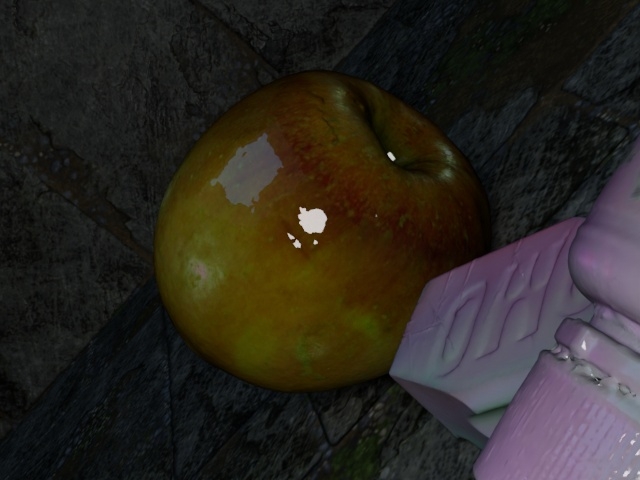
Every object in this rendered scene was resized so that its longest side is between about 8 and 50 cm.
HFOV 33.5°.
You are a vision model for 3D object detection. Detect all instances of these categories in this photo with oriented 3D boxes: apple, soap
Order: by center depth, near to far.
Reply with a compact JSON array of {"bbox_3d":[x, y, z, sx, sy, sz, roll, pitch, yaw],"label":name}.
[{"bbox_3d":[0.206,0.080,0.908,0.324,0.109,0.192,-27,29,47],"label":"soap"},{"bbox_3d":[0.000,0.000,1.218,0.374,0.374,0.384,-39,-13,29],"label":"apple"}]

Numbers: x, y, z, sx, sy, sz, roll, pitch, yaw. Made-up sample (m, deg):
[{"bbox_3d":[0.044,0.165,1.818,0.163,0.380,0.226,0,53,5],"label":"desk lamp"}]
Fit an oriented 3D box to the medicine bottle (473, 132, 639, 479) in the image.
[{"bbox_3d":[0.260,0.057,0.604,0.324,0.256,0.256,-59,19,1],"label":"medicine bottle"}]
